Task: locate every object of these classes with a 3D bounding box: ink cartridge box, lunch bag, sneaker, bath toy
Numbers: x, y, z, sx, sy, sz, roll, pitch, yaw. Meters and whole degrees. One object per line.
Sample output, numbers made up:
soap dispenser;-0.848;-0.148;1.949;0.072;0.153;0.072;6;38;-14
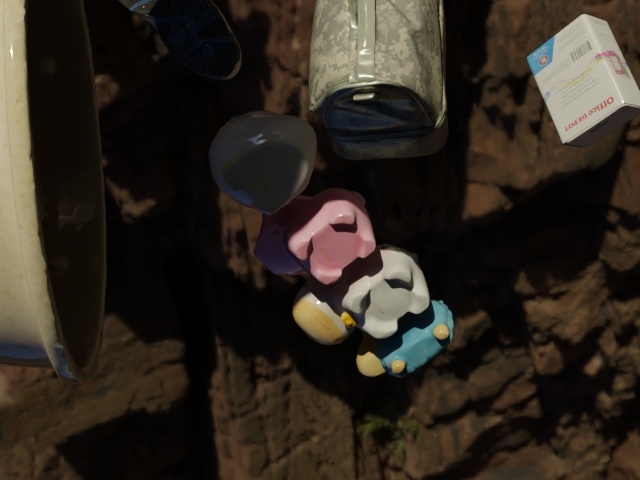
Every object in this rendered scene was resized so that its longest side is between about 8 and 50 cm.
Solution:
ink cartridge box;0.303;-0.180;1.037;0.088;0.052;0.123;-36;61;42
lunch bag;0.089;-0.308;1.418;0.256;0.212;0.305;62;-152;-69
sneaker;-0.154;-0.261;1.071;0.211;0.080;0.081;48;-164;26
bath toy;0.000;0.000;0.947;0.348;0.151;0.129;52;-169;-31

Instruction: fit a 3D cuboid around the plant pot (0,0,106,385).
plant pot;-0.320;-0.056;0.615;0.334;0.305;0.334;176;90;-83
